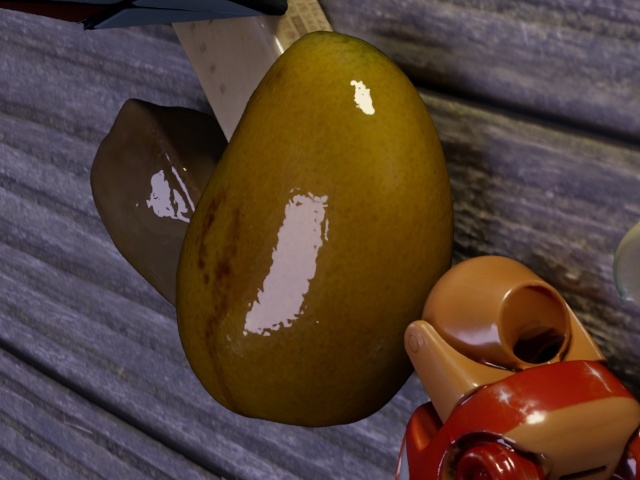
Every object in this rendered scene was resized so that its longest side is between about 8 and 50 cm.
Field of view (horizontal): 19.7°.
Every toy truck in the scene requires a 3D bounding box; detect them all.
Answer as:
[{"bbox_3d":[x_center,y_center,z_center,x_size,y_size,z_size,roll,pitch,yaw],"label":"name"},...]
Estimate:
[{"bbox_3d":[0.151,0.157,1.554,0.239,0.189,0.265,62,146,32],"label":"toy truck"}]

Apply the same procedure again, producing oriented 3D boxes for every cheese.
[{"bbox_3d":[0.294,0.026,1.406,0.171,0.048,0.092,12,115,51],"label":"cheese"}]

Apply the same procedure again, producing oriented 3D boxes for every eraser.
[{"bbox_3d":[-0.099,-0.268,1.793,0.144,0.078,0.343,-44,69,52],"label":"eraser"}]

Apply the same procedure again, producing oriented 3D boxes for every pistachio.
[{"bbox_3d":[-0.130,-0.022,1.877,0.260,0.163,0.212,54,175,20],"label":"pistachio"}]

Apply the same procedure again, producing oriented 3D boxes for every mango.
[{"bbox_3d":[0.000,0.000,1.659,0.264,0.221,0.378,37,124,44],"label":"mango"}]

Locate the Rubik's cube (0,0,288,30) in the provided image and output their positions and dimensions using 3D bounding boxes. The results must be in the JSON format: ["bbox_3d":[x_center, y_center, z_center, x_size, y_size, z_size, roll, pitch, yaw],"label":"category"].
[{"bbox_3d":[-0.177,-0.324,1.623,0.248,0.250,0.246,-1,89,23],"label":"Rubik's cube"}]
